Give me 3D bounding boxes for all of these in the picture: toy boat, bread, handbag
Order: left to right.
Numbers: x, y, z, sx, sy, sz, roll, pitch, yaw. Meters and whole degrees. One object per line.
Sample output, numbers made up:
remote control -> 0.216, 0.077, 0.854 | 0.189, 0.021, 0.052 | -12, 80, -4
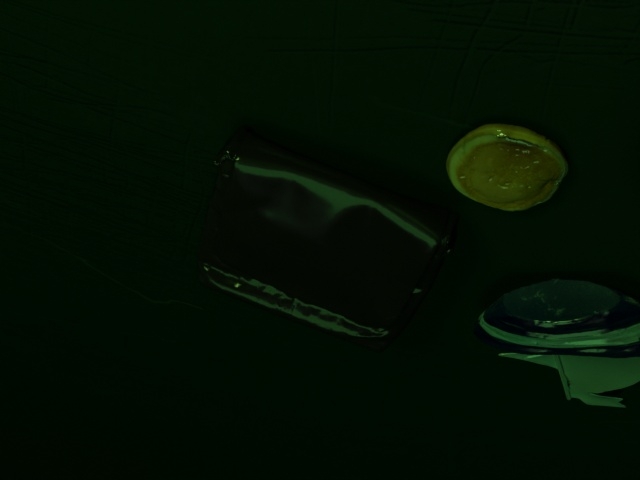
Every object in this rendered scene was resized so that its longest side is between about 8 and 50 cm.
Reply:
handbag -> 0.000, 0.000, 0.867 | 0.247, 0.080, 0.223 | 21, 139, -2
bread -> 0.166, -0.064, 0.744 | 0.110, 0.024, 0.110 | 12, 145, 8
toy boat -> 0.300, 0.143, 0.950 | 0.221, 0.066, 0.291 | -2, 144, 24
